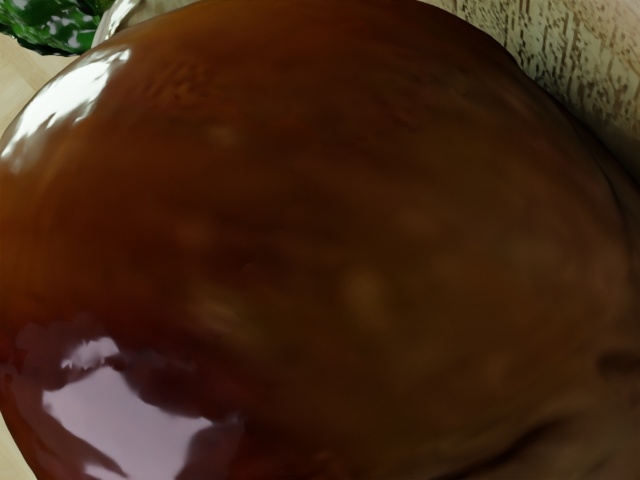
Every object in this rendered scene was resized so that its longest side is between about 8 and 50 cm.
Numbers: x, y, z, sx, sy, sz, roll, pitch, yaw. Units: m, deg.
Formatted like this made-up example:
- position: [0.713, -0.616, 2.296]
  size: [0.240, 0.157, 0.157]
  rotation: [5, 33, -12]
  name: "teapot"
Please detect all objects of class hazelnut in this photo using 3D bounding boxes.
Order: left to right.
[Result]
- position: [0.015, 0.042, 0.697]
  size: [0.372, 0.315, 0.372]
  rotation: [23, 154, 12]
  name: "hazelnut"

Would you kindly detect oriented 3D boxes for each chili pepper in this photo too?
- position: [-0.287, -0.313, 1.767]
  size: [0.213, 0.167, 0.385]
  rotation: [33, 171, -24]
  name: "chili pepper"

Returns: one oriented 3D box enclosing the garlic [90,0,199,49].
- position: [-0.115, -0.182, 1.382]
  size: [0.207, 0.207, 0.257]
  rotation: [47, 142, 19]
  name: "garlic"
